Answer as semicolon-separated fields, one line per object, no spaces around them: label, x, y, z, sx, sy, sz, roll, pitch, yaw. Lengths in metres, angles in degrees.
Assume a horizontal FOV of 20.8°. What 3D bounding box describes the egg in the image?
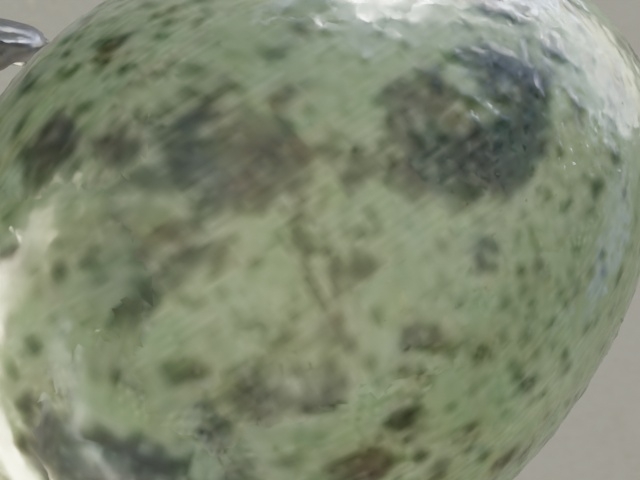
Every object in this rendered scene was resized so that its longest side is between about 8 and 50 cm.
egg;0.000;0.000;0.373;0.172;0.132;0.132;-31;-73;-22

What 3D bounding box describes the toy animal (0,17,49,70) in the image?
toy animal;-0.291;-0.097;0.546;0.367;0.081;0.206;37;-74;-12
